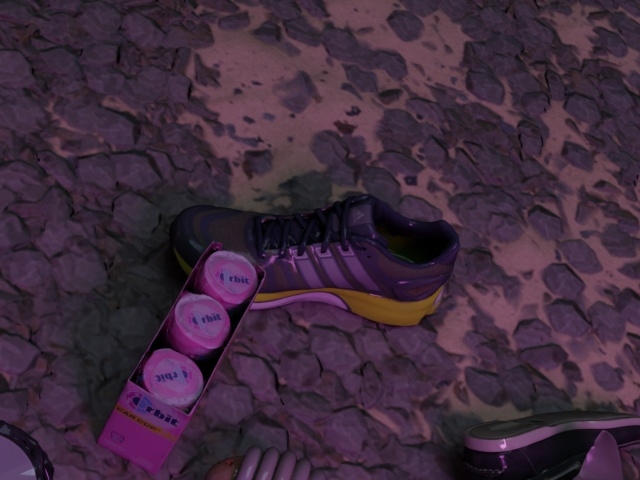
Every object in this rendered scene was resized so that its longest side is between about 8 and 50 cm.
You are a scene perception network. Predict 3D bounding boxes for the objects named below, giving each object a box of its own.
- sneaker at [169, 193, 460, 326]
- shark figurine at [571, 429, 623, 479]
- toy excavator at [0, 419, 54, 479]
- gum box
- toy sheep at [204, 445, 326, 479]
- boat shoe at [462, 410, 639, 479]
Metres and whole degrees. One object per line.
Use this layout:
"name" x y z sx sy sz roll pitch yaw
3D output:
"sneaker" 0.000 0.000 1.351 0.300 0.121 0.111 6 51 -22
"shark figurine" 0.232 0.226 1.218 0.278 0.116 0.166 12 5 -41
"toy excavator" -0.198 0.357 0.900 0.433 0.222 0.445 -5 58 -27
"gum box" -0.119 0.099 1.223 0.062 0.107 0.188 29 47 -2
"toy sheep" -0.036 0.222 1.182 0.132 0.091 0.091 21 47 -3
"boat shoe" 0.230 0.208 1.345 0.233 0.084 0.079 -5 92 -37
